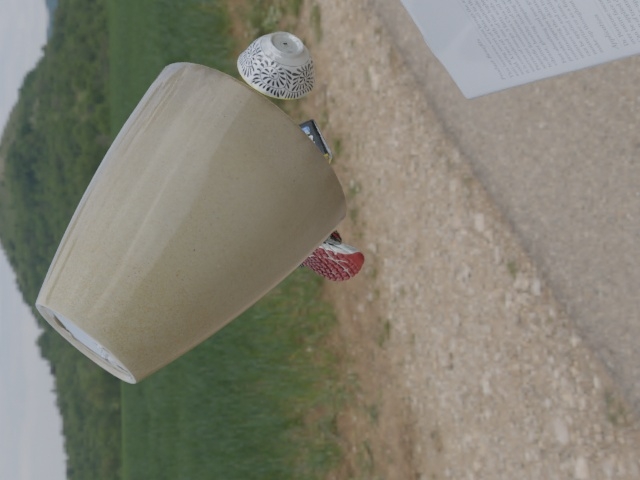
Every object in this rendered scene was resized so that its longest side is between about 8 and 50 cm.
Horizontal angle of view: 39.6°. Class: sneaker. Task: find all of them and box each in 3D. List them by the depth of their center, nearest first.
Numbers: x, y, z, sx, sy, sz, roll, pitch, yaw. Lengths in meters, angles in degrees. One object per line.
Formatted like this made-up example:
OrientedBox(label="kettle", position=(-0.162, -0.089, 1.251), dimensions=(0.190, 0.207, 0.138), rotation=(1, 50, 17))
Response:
OrientedBox(label="sneaker", position=(0.000, 0.000, 1.526), dimensions=(0.225, 0.092, 0.088), rotation=(21, 153, 51))

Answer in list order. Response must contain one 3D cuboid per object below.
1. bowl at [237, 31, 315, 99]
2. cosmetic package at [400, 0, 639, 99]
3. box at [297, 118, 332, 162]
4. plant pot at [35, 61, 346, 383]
OrientedBox(label="bowl", position=(-0.080, -0.376, 1.832), dimensions=(0.080, 0.170, 0.170), rotation=(114, 152, -46))
OrientedBox(label="cosmetic package", position=(0.343, -0.375, 1.296), dimensions=(0.230, 0.161, 0.453), rotation=(52, 154, -19))
OrientedBox(label="box", position=(-0.146, -0.089, 1.524), dimensions=(0.257, 0.322, 0.079), rotation=(144, 101, -85))
OrientedBox(label="plant pot", position=(-0.155, 0.002, 0.925), dimensions=(0.274, 0.256, 0.256), rotation=(-52, -1, -22))
